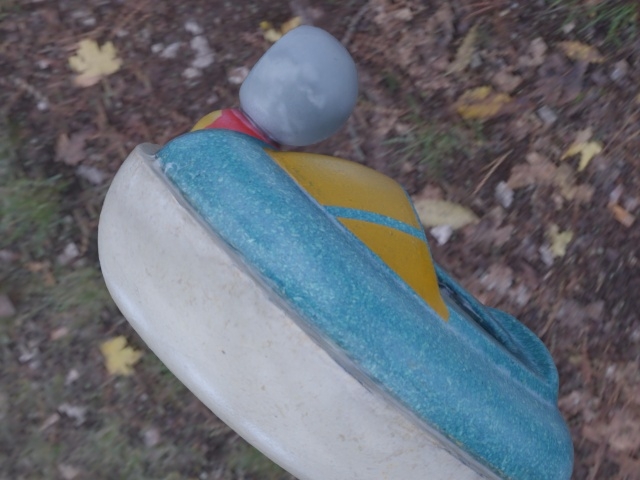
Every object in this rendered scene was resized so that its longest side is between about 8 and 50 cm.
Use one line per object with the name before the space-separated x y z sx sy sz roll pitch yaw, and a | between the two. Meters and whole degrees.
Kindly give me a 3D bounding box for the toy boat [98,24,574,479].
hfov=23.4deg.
toy boat | 0.000 0.000 0.763 0.148 0.318 0.267 -46 124 7
